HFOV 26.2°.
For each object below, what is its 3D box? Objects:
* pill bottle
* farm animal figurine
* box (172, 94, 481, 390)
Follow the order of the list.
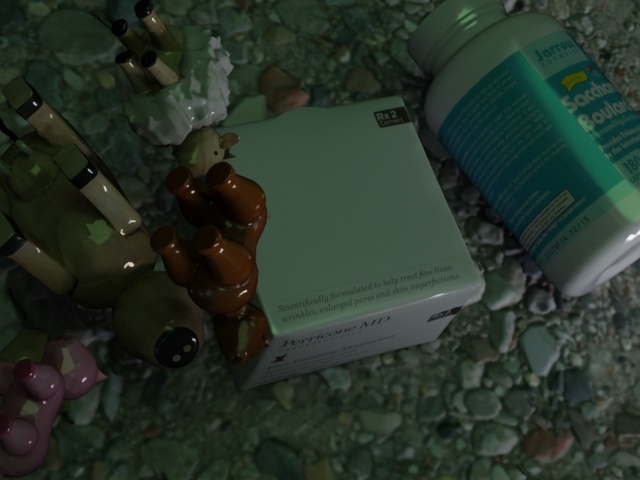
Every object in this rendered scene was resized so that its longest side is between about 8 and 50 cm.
[{"bbox_3d":[0.188,-0.093,1.179,0.146,0.146,0.264,-30,75,-27],"label":"pill bottle"},{"bbox_3d":[-0.172,0.033,0.975,0.330,0.172,0.327,-28,51,10],"label":"farm animal figurine"},{"bbox_3d":[0.000,0.000,1.092,0.181,0.119,0.182,-13,67,-21],"label":"box"}]
